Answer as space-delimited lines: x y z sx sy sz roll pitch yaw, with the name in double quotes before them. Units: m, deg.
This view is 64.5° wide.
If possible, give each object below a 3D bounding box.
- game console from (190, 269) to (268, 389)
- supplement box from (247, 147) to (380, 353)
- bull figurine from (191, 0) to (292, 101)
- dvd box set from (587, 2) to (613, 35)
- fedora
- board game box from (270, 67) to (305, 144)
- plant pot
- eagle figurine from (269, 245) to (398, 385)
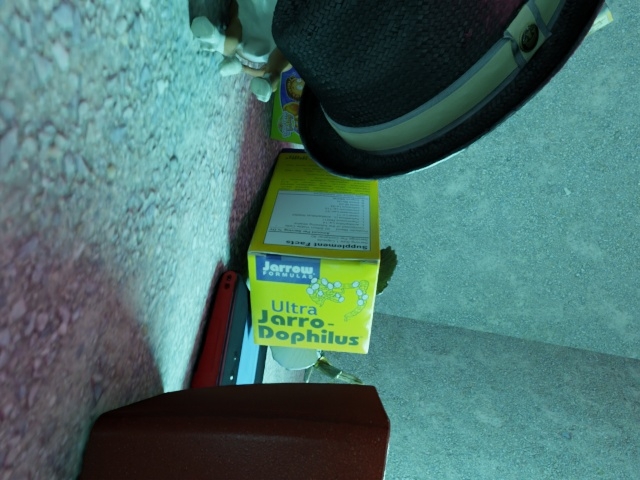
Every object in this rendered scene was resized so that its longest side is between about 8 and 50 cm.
"game console" -0.139 0.261 0.821 0.386 0.060 0.342 88 13 -69
"supplement box" 0.000 0.000 0.910 0.357 0.194 0.195 -82 175 -55
"bull figurine" -0.054 -0.296 0.490 0.188 0.101 0.311 -70 166 -47
"dvd box set" 0.177 -0.348 0.810 0.062 0.420 0.308 -16 79 -56
"fedora" 0.070 -0.225 0.445 0.152 0.334 0.334 34 58 -41
"board game box" 0.050 -0.317 0.814 0.078 0.233 0.347 -17 119 -56
"plant pot" -0.079 0.260 0.469 0.267 0.235 0.267 69 31 -79
"eagle figurine" 0.006 0.129 1.065 0.225 0.226 0.299 26 -78 63
